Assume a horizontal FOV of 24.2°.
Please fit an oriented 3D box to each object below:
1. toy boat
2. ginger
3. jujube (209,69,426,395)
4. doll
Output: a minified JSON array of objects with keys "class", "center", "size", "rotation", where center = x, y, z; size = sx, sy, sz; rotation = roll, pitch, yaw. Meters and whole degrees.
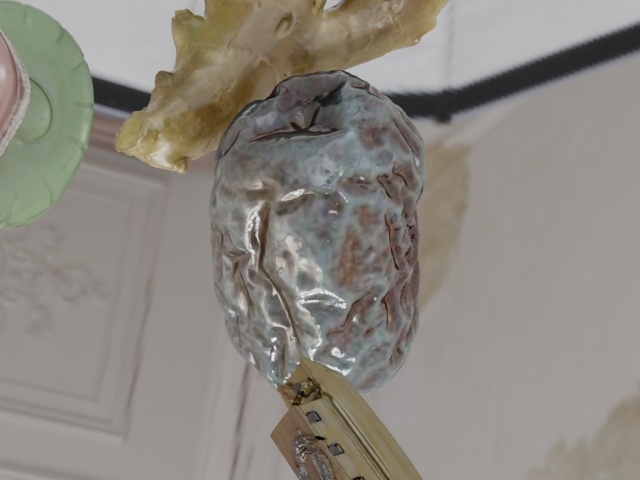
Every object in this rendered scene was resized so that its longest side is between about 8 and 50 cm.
[{"class":"toy boat","center":[0.026,0.180,1.163],"size":[0.200,0.077,0.057],"rotation":[53,-49,23]},{"class":"ginger","center":[-0.037,-0.220,1.534],"size":[0.122,0.363,0.348],"rotation":[177,-76,-72]},{"class":"jujube","center":[0.000,0.000,1.432],"size":[0.226,0.226,0.317],"rotation":[-106,-171,-58]},{"class":"doll","center":[-0.299,-0.087,0.944],"size":[0.216,0.284,0.268],"rotation":[-20,-146,53]}]
